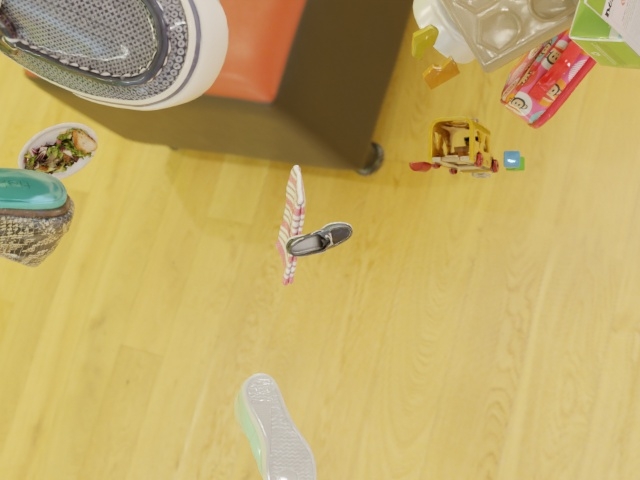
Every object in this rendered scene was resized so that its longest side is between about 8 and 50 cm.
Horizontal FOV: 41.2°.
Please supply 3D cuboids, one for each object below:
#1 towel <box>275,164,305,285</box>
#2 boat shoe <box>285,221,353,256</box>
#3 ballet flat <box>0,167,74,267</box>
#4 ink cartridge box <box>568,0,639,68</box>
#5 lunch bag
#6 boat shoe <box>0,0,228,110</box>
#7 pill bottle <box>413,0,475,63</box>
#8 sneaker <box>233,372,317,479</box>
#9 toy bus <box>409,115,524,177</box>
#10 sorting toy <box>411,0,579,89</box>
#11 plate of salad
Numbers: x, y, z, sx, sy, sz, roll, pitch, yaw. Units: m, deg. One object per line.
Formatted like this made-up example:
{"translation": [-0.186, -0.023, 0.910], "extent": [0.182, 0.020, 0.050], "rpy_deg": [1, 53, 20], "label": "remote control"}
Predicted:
{"translation": [-0.059, -0.030, 1.660], "extent": [0.144, 0.029, 0.197], "rpy_deg": [-102, 19, -57], "label": "towel"}
{"translation": [0.000, 0.000, 1.501], "extent": [0.125, 0.038, 0.046], "rpy_deg": [-12, 107, -9], "label": "boat shoe"}
{"translation": [-0.574, -0.035, 1.118], "extent": [0.182, 0.483, 0.164], "rpy_deg": [-59, 40, 25], "label": "ballet flat"}
{"translation": [0.438, -0.392, 1.279], "extent": [0.097, 0.255, 0.189], "rpy_deg": [16, 89, 44], "label": "ink cartridge box"}
{"translation": [0.503, -0.380, 1.795], "extent": [0.120, 0.258, 0.293], "rpy_deg": [37, 106, -2], "label": "lunch bag"}
{"translation": [-0.233, -0.175, 0.534], "extent": [0.340, 0.158, 0.127], "rpy_deg": [28, 113, 17], "label": "boat shoe"}
{"translation": [0.384, -0.550, 1.727], "extent": [0.392, 0.224, 0.224], "rpy_deg": [-38, 55, 42], "label": "pill bottle"}
{"translation": [-0.084, 0.370, 1.534], "extent": [0.094, 0.151, 0.256], "rpy_deg": [-16, 78, -18], "label": "sneaker"}
{"translation": [0.285, -0.186, 1.660], "extent": [0.202, 0.191, 0.104], "rpy_deg": [176, 96, -73], "label": "toy bus"}
{"translation": [0.286, -0.401, 1.463], "extent": [0.307, 0.229, 0.041], "rpy_deg": [-28, 33, 19], "label": "sorting toy"}
{"translation": [-0.631, -0.205, 2.065], "extent": [0.200, 0.200, 0.048], "rpy_deg": [-40, 65, 12], "label": "plate of salad"}
